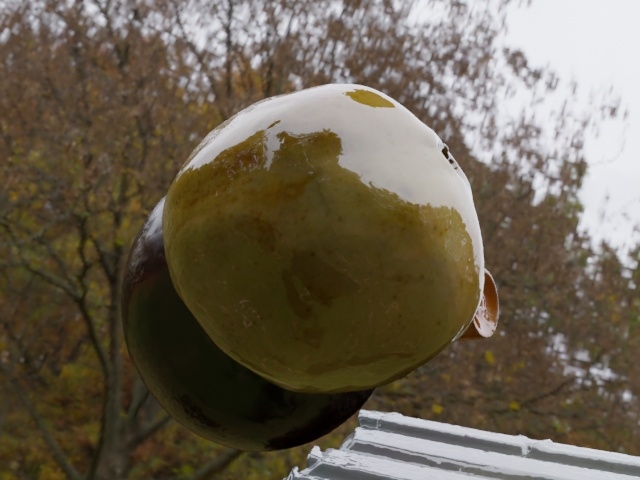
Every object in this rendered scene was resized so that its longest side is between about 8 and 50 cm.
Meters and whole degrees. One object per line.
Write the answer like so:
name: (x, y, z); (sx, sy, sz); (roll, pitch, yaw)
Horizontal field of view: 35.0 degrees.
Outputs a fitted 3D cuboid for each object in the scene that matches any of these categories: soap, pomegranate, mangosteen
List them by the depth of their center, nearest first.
pomegranate: (0.005, -0.005, 0.720); (0.233, 0.233, 0.233); (17, -23, 7)
mangosteen: (-0.062, 0.065, 1.022); (0.297, 0.297, 0.293); (19, 5, 3)
soap: (0.199, 0.357, 1.164); (0.435, 0.213, 0.350); (5, 5, 20)

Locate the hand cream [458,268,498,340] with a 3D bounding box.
hand cream: (0.065, 0.082, 1.277); (0.314, 0.139, 0.089); (-11, -11, 35)
